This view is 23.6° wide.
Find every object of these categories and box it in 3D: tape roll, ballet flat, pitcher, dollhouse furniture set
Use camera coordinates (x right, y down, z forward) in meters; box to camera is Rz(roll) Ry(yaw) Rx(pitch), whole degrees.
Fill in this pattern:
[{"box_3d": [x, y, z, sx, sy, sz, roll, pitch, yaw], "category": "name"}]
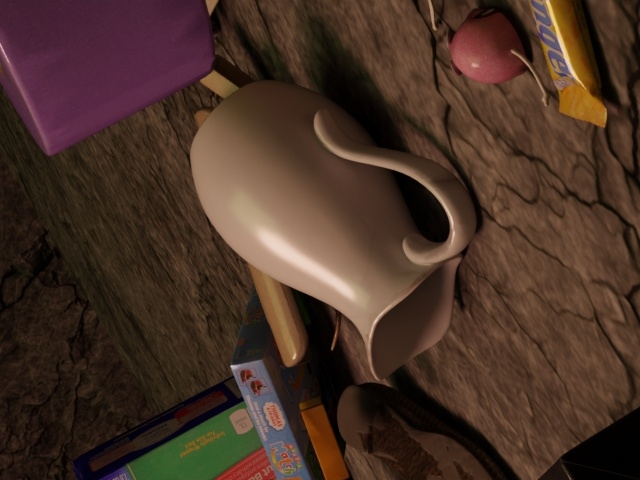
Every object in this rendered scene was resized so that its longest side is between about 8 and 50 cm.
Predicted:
[{"box_3d": [-0.151, -0.178, 0.701, 0.274, 0.090, 0.275, 58, 170, 16], "category": "tape roll"}, {"box_3d": [0.098, 0.183, 1.253, 0.250, 0.058, 0.084, 31, 111, 54], "category": "ballet flat"}, {"box_3d": [0.013, -0.031, 1.050, 0.207, 0.125, 0.177, 46, 140, 19], "category": "pitcher"}, {"box_3d": [-0.067, -0.168, 1.261, 0.114, 0.091, 0.081, 36, 117, 12], "category": "dollhouse furniture set"}]

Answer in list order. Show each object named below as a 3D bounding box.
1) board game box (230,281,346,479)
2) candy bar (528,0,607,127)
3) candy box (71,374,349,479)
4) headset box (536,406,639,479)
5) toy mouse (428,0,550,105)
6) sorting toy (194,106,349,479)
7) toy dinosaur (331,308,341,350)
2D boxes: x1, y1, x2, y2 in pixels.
[{"box_3d": [-0.027, 0.157, 1.502, 0.160, 0.039, 0.211, -78, -29, -58], "category": "board game box"}, {"box_3d": [0.103, -0.129, 0.720, 0.040, 0.018, 0.161, 33, 149, 62], "category": "candy bar"}, {"box_3d": [-0.090, 0.336, 1.741, 0.317, 0.268, 0.122, 65, 169, -14], "category": "candy box"}, {"box_3d": [0.197, 0.214, 0.833, 0.218, 0.110, 0.293, 58, 165, 14], "category": "headset box"}, {"box_3d": [0.066, -0.131, 0.814, 0.161, 0.031, 0.143, 61, 166, 3], "category": "toy mouse"}, {"box_3d": [-0.029, 0.045, 1.272, 0.229, 0.041, 0.307, 97, 153, -85], "category": "sorting toy"}, {"box_3d": [0.000, 0.000, 1.284, 0.092, 0.053, 0.183, 37, -147, -89], "category": "toy dinosaur"}]
